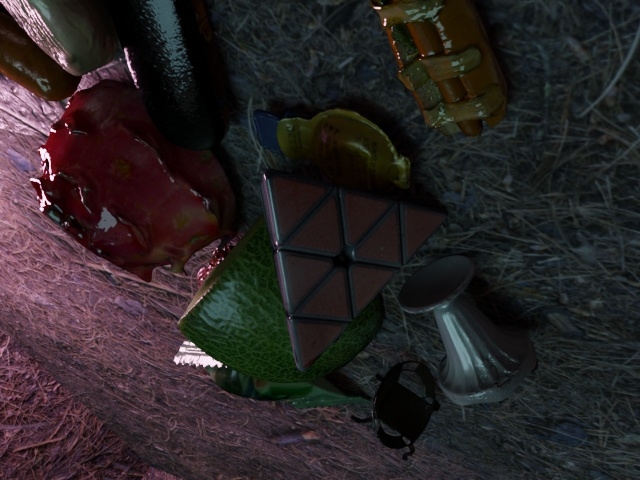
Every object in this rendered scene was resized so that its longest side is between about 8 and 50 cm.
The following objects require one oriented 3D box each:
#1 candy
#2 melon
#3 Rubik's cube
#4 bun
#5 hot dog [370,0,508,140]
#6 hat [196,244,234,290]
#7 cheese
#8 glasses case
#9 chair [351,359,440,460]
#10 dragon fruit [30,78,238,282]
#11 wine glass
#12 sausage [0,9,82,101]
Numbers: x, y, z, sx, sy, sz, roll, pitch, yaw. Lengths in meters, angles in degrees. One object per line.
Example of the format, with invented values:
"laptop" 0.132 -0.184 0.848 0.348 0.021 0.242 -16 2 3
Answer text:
"candy" -0.104 0.317 1.535 0.398 0.172 0.263 38 154 -29
"melon" -0.036 0.117 1.206 0.343 0.331 0.226 36 -176 -16
"Rubik's cube" 0.002 0.000 0.935 0.233 0.229 0.228 44 129 -3
"bun" -0.385 -0.347 0.963 0.237 0.116 0.210 34 164 47
"hot dog" 0.124 -0.220 0.718 0.109 0.072 0.269 -4 132 41
"hat" -0.165 0.113 1.366 0.236 0.107 0.286 7 146 11
"cheese" 0.013 -0.133 0.932 0.250 0.064 0.157 19 144 21
"glasses case" -0.214 -0.268 0.935 0.122 0.082 0.321 9 135 19
"chair" 0.159 0.334 1.320 0.149 0.174 0.213 32 159 11
"dragon fruit" -0.346 -0.078 1.177 0.386 0.249 0.371 43 151 -9
"wine glass" 0.220 0.135 1.020 0.165 0.165 0.196 -13 117 49
"sausage" -0.533 -0.332 1.133 0.270 0.109 0.109 30 147 8
